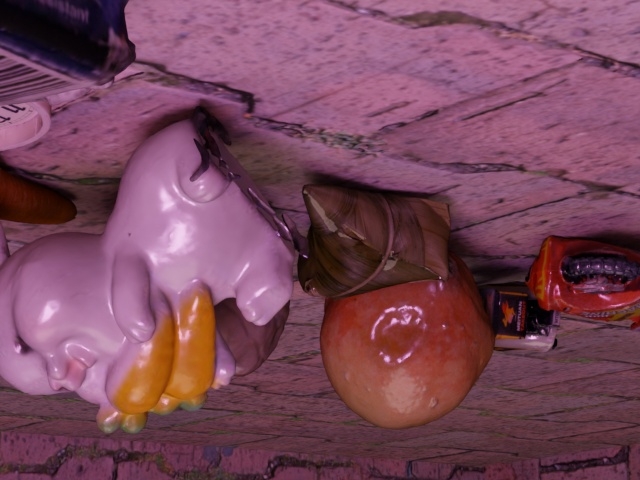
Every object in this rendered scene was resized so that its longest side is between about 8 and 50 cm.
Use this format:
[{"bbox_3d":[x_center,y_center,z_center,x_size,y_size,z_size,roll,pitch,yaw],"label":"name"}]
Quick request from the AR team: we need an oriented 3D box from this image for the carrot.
[{"bbox_3d":[-0.305,-0.047,1.501,0.062,0.066,0.271,36,176,15],"label":"carrot"}]

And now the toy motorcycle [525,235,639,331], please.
[{"bbox_3d":[0.343,0.048,1.847,0.171,0.089,0.298,-9,164,33],"label":"toy motorcycle"}]

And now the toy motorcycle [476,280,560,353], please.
[{"bbox_3d":[0.194,0.093,1.978,0.157,0.091,0.263,6,175,-29],"label":"toy motorcycle"}]

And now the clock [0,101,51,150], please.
[{"bbox_3d":[-0.282,-0.120,1.205,0.229,0.063,0.156,-15,158,34],"label":"clock"}]

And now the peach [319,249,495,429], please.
[{"bbox_3d":[0.104,0.095,1.783,0.232,0.232,0.232,-1,166,0],"label":"peach"}]

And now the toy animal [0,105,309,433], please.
[{"bbox_3d":[-0.183,0.026,1.373,0.310,0.247,0.183,-33,152,9],"label":"toy animal"}]

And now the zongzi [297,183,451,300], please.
[{"bbox_3d":[-0.002,-0.001,1.626,0.204,0.094,0.205,16,158,-39],"label":"zongzi"}]

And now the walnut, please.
[{"bbox_3d":[-0.136,0.056,1.628,0.224,0.224,0.224,-1,166,0],"label":"walnut"}]

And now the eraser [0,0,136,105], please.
[{"bbox_3d":[-0.265,-0.168,0.942,0.155,0.101,0.332,-9,162,33],"label":"eraser"}]
